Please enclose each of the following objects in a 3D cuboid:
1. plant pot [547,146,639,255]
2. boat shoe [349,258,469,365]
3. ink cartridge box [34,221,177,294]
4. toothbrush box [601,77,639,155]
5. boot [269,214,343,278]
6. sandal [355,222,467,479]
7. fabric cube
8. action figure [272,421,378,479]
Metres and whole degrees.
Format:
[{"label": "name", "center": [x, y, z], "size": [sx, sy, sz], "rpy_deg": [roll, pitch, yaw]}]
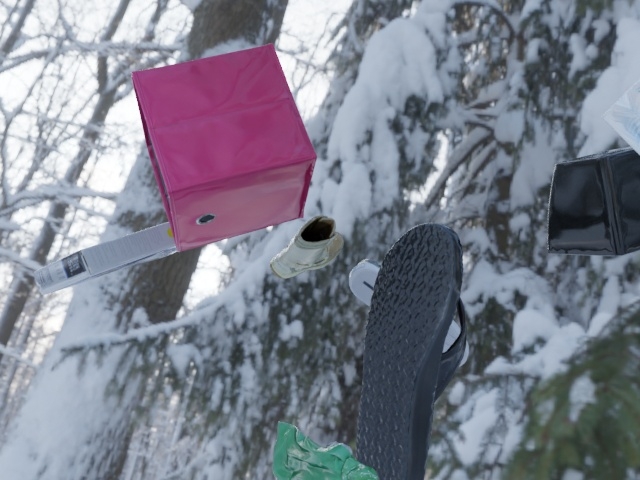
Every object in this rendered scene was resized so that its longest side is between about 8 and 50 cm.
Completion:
[{"label": "plant pot", "center": [0.523, -0.076, 1.261], "size": [0.188, 0.167, 0.187], "rpy_deg": [-14, 6, -20]}, {"label": "boat shoe", "center": [0.216, 0.154, 1.637], "size": [0.335, 0.119, 0.121], "rpy_deg": [43, -63, -4]}, {"label": "ink cartridge box", "center": [-0.428, 0.027, 1.546], "size": [0.307, 0.072, 0.303], "rpy_deg": [-23, 3, -40]}, {"label": "toothbrush box", "center": [0.429, -0.132, 0.578], "size": [0.126, 0.216, 0.295], "rpy_deg": [9, -49, -43]}, {"label": "boot", "center": [0.000, 0.000, 1.602], "size": [0.213, 0.077, 0.165], "rpy_deg": [-23, -18, -39]}, {"label": "sandal", "center": [0.149, 0.186, 1.107], "size": [0.107, 0.446, 0.167], "rpy_deg": [1, 15, -36]}, {"label": "fabric cube", "center": [-0.178, -0.164, 1.299], "size": [0.258, 0.259, 0.254], "rpy_deg": [-15, -21, -14]}, {"label": "action figure", "center": [0.002, 0.292, 0.875], "size": [0.063, 0.137, 0.232], "rpy_deg": [2, -15, -25]}]
